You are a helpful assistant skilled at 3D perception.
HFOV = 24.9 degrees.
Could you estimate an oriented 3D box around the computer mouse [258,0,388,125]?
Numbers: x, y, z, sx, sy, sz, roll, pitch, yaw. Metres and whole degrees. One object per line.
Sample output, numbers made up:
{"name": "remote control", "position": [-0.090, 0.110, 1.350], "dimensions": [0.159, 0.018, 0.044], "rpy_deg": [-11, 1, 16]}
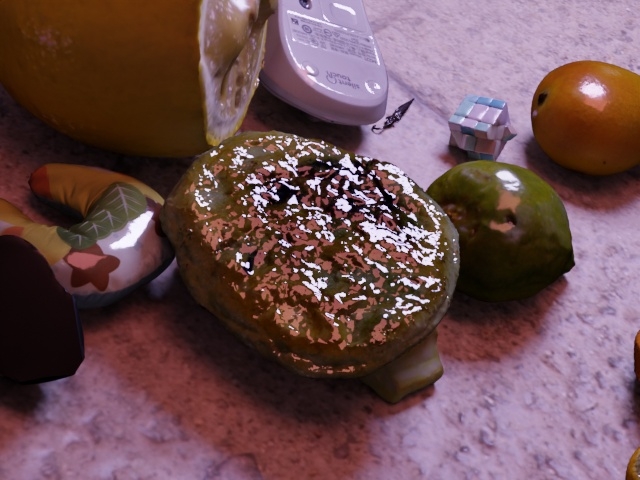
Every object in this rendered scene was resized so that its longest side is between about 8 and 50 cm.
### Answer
{"name": "computer mouse", "position": [-0.019, -0.253, 1.904], "dimensions": [0.184, 0.121, 0.296], "rpy_deg": [11, 50, -34]}

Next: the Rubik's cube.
{"name": "Rubik's cube", "position": [0.210, -0.142, 1.917], "dimensions": [0.084, 0.073, 0.075], "rpy_deg": [-42, 51, -19]}

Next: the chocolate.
{"name": "chocolate", "position": [-0.282, 0.083, 1.334], "dimensions": [0.125, 0.080, 0.148], "rpy_deg": [-37, 80, -9]}

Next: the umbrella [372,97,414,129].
{"name": "umbrella", "position": [0.104, -0.169, 1.947], "dimensions": [0.022, 0.013, 0.122], "rpy_deg": [13, 30, 27]}

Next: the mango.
{"name": "mango", "position": [0.388, -0.172, 1.997], "dimensions": [0.254, 0.139, 0.175], "rpy_deg": [-15, 60, -51]}

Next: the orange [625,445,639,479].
{"name": "orange", "position": [0.364, 0.265, 1.411], "dimensions": [0.160, 0.112, 0.169], "rpy_deg": [9, 58, -35]}

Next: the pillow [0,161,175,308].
{"name": "pillow", "position": [-0.258, -0.007, 1.484], "dimensions": [0.214, 0.086, 0.233], "rpy_deg": [26, 36, 25]}

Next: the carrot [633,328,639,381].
{"name": "carrot", "position": [0.488, 0.157, 1.584], "dimensions": [0.307, 0.100, 0.258], "rpy_deg": [16, 18, 38]}

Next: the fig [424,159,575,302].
{"name": "fig", "position": [0.219, -0.013, 1.669], "dimensions": [0.234, 0.167, 0.167], "rpy_deg": [-8, 44, -27]}

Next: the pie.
{"name": "pie", "position": [0.000, 0.000, 1.476], "dimensions": [0.323, 0.070, 0.323], "rpy_deg": [7, 48, -7]}

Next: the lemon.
{"name": "lemon", "position": [-0.231, -0.267, 1.637], "dimensions": [0.364, 0.364, 0.364], "rpy_deg": [14, 35, -10]}

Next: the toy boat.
{"name": "toy boat", "position": [0.019, 0.051, 1.541], "dimensions": [0.111, 0.084, 0.276], "rpy_deg": [-22, 54, -42]}
